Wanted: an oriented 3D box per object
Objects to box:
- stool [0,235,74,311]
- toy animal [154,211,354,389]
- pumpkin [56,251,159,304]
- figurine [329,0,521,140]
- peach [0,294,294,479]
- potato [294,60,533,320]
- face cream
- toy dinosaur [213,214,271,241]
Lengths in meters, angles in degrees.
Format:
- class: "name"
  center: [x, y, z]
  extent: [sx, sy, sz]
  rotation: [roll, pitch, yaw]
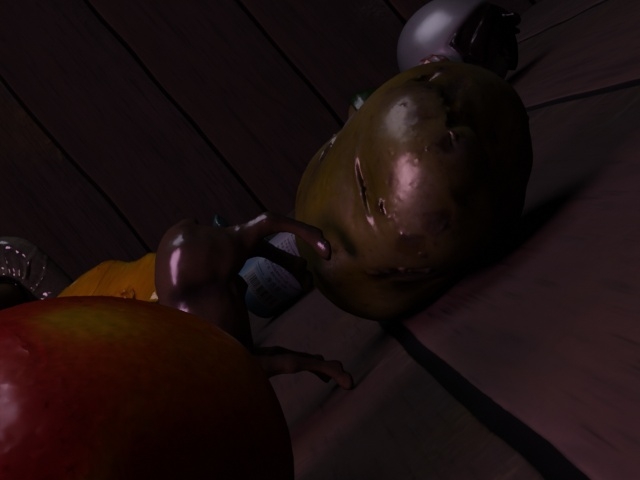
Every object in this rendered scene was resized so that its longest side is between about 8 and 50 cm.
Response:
- class: "stool"
  center: [-0.445, 0.203, 1.749]
  extent: [0.310, 0.310, 0.226]
  rotation: [-39, 9, 33]
- class: "toy animal"
  center: [-0.079, 0.092, 0.848]
  extent: [0.186, 0.214, 0.094]
  rotation: [-10, 6, -15]
- class: "pumpkin"
  center: [-0.205, 0.103, 1.436]
  extent: [0.222, 0.139, 0.317]
  rotation: [-53, 19, -27]
- class: "figurine"
  center: [0.147, -0.223, 1.891]
  extent: [0.370, 0.167, 0.281]
  rotation: [-45, -10, 4]
- class: "peach"
  center: [-0.115, 0.116, 0.593]
  extent: [0.196, 0.190, 0.226]
  rotation: [-51, 8, 13]
- class: "potato"
  center: [0.061, -0.035, 0.890]
  extent: [0.154, 0.137, 0.200]
  rotation: [-31, -9, -37]
- class: "face cream"
  center: [0.000, 0.000, 1.473]
  extent: [0.229, 0.075, 0.075]
  rotation: [-37, 5, 25]
- class: "toy dinosaur"
  center: [-0.221, 0.134, 2.001]
  extent: [0.331, 0.129, 0.383]
  rotation: [-50, 2, 21]
